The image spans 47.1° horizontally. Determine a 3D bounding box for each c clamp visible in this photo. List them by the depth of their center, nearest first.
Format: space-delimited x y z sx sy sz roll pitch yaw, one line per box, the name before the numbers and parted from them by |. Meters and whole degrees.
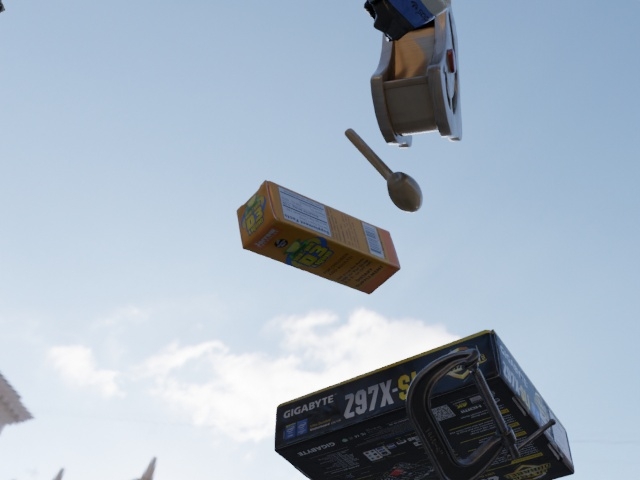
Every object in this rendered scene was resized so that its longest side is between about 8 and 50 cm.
c clamp | 0.153 0.170 0.729 0.160 0.137 0.022 57 -17 -22

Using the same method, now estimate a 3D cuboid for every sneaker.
sneaker | 0.078 -0.265 0.741 0.085 0.152 0.058 -29 -40 31

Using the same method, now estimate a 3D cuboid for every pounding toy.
pounding toy | 0.081 -0.179 0.862 0.155 0.269 0.154 -5 -19 19

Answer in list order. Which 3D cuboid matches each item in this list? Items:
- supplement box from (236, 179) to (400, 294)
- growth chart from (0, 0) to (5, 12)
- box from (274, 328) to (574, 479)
supplement box | 0.000 0.000 1.020 0.233 0.080 0.078 22 -50 -33
growth chart | -0.376 -0.365 0.815 0.237 0.021 0.172 -32 -77 38
box | 0.138 0.266 0.984 0.322 0.079 0.257 -25 -51 22
